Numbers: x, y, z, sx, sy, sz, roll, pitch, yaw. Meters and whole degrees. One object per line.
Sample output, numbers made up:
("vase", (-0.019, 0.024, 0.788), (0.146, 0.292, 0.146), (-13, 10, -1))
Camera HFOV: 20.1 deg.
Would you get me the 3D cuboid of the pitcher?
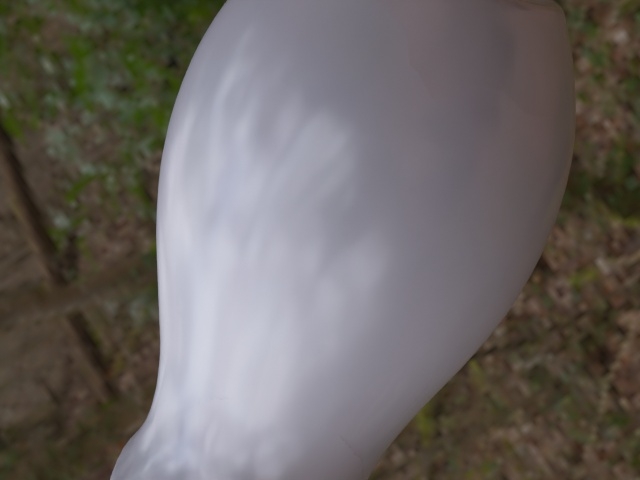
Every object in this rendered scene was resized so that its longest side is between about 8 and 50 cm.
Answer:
("pitcher", (0.000, 0.000, 0.607), (0.125, 0.207, 0.178), (18, -165, -10))
